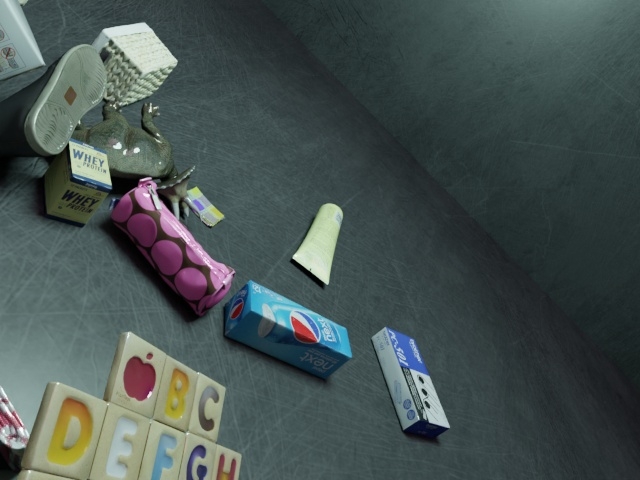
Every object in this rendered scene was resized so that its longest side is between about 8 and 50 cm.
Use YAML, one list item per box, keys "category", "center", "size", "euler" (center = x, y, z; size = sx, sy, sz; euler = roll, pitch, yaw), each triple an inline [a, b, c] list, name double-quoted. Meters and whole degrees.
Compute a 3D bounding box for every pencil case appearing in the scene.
- category: "pencil case"
  center: [-0.215, 0.008, 0.846]
  size: [0.209, 0.098, 0.095]
  euler: [47, 31, 0]

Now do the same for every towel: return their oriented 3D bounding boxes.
- category: "towel"
  center: [-0.216, -0.062, 1.050]
  size: [0.083, 0.009, 0.060]
  euler: [47, 26, 0]
- category: "towel"
  center: [-0.312, 0.118, 0.503]
  size: [0.029, 0.144, 0.197]
  euler: [-30, 76, -34]

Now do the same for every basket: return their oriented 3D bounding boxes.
- category: "basket"
  center: [-0.368, -0.339, 1.102]
  size: [0.103, 0.113, 0.167]
  euler: [44, 26, -10]

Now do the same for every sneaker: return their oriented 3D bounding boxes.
- category: "sneaker"
  center: [-0.393, -0.200, 0.798]
  size: [0.222, 0.118, 0.083]
  euler: [-79, 158, -43]

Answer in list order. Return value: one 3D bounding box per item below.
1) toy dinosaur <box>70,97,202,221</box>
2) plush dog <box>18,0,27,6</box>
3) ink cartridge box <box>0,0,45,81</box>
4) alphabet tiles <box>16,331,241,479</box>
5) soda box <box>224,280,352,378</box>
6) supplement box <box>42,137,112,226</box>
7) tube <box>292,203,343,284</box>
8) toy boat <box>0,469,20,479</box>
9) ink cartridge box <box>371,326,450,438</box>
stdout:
- category: "toy dinosaur"
  center: [-0.314, -0.148, 0.899]
  size: [0.314, 0.121, 0.160]
  euler: [23, 27, -45]
- category: "plush dog"
  center: [-0.625, -0.521, 0.922]
  size: [0.226, 0.210, 0.262]
  euler: [27, 18, 21]
- category: "ink cartridge box"
  center: [-0.517, -0.399, 0.739]
  size: [0.271, 0.130, 0.309]
  euler: [56, -15, 32]
- category: "alphabet tiles"
  center: [-0.144, 0.262, 0.448]
  size: [0.285, 0.011, 0.342]
  euler: [55, 34, -54]
- category: "soda box"
  center: [-0.051, 0.148, 0.924]
  size: [0.210, 0.071, 0.067]
  euler: [30, 29, -31]
- category: "supplement box"
  center: [-0.342, -0.081, 0.796]
  size: [0.056, 0.083, 0.083]
  euler: [19, 36, -44]
- category: "tube"
  center: [0.000, 0.000, 1.247]
  size: [0.070, 0.062, 0.240]
  euler: [3, 32, 10]
- category: "toy boat"
  center: [-0.285, 0.224, 0.343]
  size: [0.318, 0.148, 0.267]
  euler: [11, 86, -65]
- category: "ink cartridge box"
  center: [0.173, 0.275, 1.114]
  size: [0.097, 0.046, 0.207]
  euler: [27, 31, -37]
